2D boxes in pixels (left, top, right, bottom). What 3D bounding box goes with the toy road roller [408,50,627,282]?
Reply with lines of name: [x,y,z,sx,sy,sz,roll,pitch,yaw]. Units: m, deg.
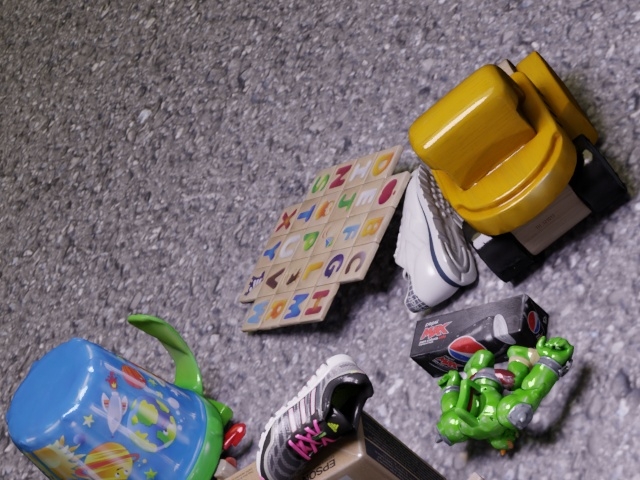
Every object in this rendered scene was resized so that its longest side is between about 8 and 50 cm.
toy road roller: [0.218,-0.135,1.986,0.202,0.240,0.329,-38,35,14]

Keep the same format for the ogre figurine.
ogre figurine: [0.200,0.181,1.825,0.197,0.097,0.118,-2,42,33]

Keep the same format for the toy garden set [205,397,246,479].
toy garden set: [-0.180,0.338,2.134,0.204,0.049,0.244,10,63,54]

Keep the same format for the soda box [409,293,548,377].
soda box: [0.194,0.118,1.929,0.169,0.053,0.060,-18,44,38]

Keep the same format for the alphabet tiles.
alphabet tiles: [0.000,0.000,2.230,0.342,0.011,0.285,-14,46,58]

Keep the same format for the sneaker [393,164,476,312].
sneaker: [0.137,-0.008,2.096,0.095,0.090,0.235,-42,31,28]

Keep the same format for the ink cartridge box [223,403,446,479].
ink cartridge box: [0.007,0.316,1.812,0.234,0.193,0.088,-34,37,20]

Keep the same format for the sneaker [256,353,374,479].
sneaker: [-0.003,0.201,1.708,0.170,0.063,0.075,-50,29,-13]

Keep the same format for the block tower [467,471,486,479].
block tower: [0.242,0.366,1.596,0.091,0.097,0.335,-49,36,-2]

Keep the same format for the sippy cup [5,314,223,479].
sippy cup: [-0.287,0.254,2.092,0.240,0.224,0.305,-36,34,19]
